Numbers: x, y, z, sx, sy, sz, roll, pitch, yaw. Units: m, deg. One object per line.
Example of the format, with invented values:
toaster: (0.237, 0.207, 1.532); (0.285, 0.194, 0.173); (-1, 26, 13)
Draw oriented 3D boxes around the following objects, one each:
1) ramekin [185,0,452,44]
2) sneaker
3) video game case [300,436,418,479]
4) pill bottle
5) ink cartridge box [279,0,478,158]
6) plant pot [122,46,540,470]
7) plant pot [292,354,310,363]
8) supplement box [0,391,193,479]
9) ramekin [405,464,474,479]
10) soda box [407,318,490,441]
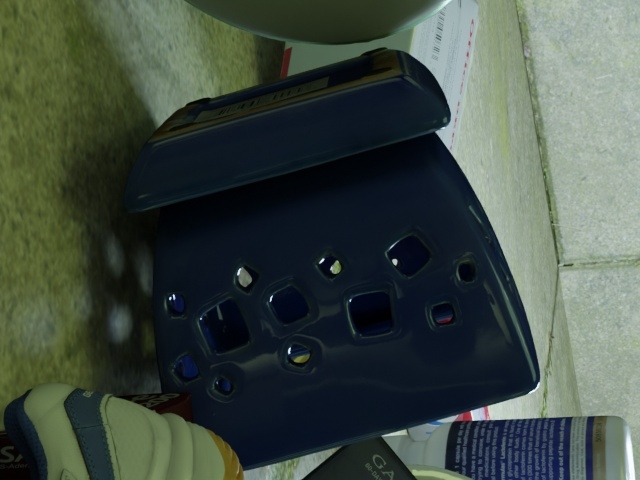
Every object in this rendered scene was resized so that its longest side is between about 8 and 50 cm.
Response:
ramekin: (-0.008, -0.270, 0.960); (0.303, 0.303, 0.148); (68, 31, -46)
sneaker: (-0.148, 0.210, 0.695); (0.112, 0.131, 0.296); (-34, -148, 65)
video game case: (0.020, 0.264, 1.018); (0.196, 0.026, 0.274); (50, 38, 7)
pill bottle: (0.191, 0.263, 1.539); (0.153, 0.264, 0.153); (-4, 90, -75)
ink cartridge box: (0.057, -0.151, 1.387); (0.283, 0.117, 0.207); (-5, 104, -75)
plant pot: (0.000, 0.000, 0.974); (0.236, 0.236, 0.212); (-80, 155, -76)
plant pot: (-0.026, 0.106, 1.166); (0.083, 0.081, 0.081); (-37, 121, -59)
supplement box: (-0.113, 0.214, 0.834); (0.130, 0.073, 0.240); (-11, 95, -74)
ramekin: (0.076, 0.326, 1.139); (0.277, 0.135, 0.277); (24, 43, -24)
soda box: (0.148, 0.195, 1.736); (0.092, 0.083, 0.263); (-74, 153, -52)
